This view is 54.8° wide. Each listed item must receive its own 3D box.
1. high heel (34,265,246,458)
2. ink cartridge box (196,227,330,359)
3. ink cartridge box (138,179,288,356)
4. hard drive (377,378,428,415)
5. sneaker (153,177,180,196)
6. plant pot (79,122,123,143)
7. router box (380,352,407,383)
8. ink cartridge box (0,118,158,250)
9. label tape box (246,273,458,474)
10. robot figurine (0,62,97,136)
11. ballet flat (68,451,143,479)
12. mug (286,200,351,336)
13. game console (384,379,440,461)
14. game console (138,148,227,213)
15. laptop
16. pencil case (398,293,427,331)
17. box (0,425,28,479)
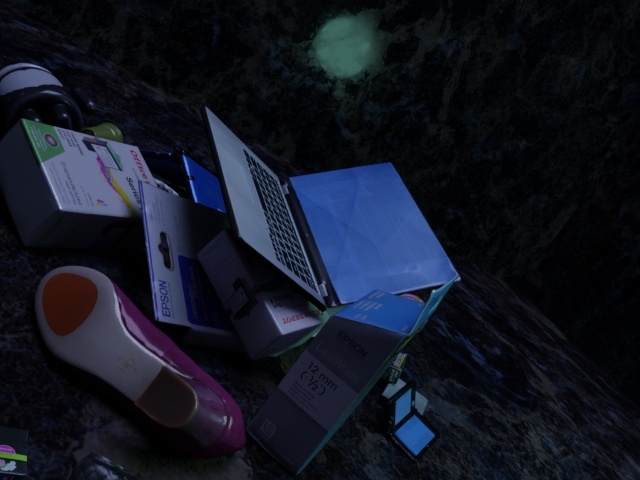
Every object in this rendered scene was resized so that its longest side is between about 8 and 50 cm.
[{"bbox_3d":[-0.262,0.174,0.877,0.377,0.127,0.181,37,-15,33],"label":"high heel"},{"bbox_3d":[-0.100,0.088,1.124,0.160,0.092,0.219,-7,62,-57],"label":"ink cartridge box"},{"bbox_3d":[-0.211,0.060,1.166,0.307,0.072,0.303,18,43,-41],"label":"ink cartridge box"},{"bbox_3d":[0.178,0.344,1.323,0.094,0.022,0.135,36,15,11],"label":"hard drive"},{"bbox_3d":[-0.434,-0.117,1.423,0.292,0.110,0.118,29,6,-13],"label":"sneaker"},{"bbox_3d":[-0.503,-0.225,1.387,0.083,0.083,0.079,35,14,9],"label":"plant pot"},{"bbox_3d":[0.142,0.275,1.397,0.092,0.038,0.122,18,11,13],"label":"router box"},{"bbox_3d":[-0.441,-0.094,1.168,0.201,0.117,0.278,60,23,17],"label":"ink cartridge box"},{"bbox_3d":[0.061,0.171,0.982,0.115,0.347,0.249,37,14,13],"label":"label tape box"},{"bbox_3d":[-0.647,-0.295,1.401,0.209,0.173,0.278,25,15,-49],"label":"robot figurine"},{"bbox_3d":[-0.195,0.293,0.679,0.173,0.049,0.057,32,-31,-5],"label":"ballet flat"},{"bbox_3d":[0.000,0.000,1.457,0.374,0.276,0.328,-25,41,-21],"label":"mug"},{"bbox_3d":[0.181,0.344,1.192,0.071,0.107,0.122,9,14,32],"label":"game console"},{"bbox_3d":[-0.349,-0.116,1.611,0.293,0.173,0.250,37,32,-68],"label":"game console"},{"bbox_3d":[0.015,-0.089,1.165,0.408,0.236,0.382,43,17,-44],"label":"laptop"},{"bbox_3d":[0.199,0.213,1.618,0.124,0.124,0.284,37,16,16],"label":"pencil case"},{"bbox_3d":[-0.335,0.217,0.596,0.083,0.052,0.062,22,18,-33],"label":"box"}]
